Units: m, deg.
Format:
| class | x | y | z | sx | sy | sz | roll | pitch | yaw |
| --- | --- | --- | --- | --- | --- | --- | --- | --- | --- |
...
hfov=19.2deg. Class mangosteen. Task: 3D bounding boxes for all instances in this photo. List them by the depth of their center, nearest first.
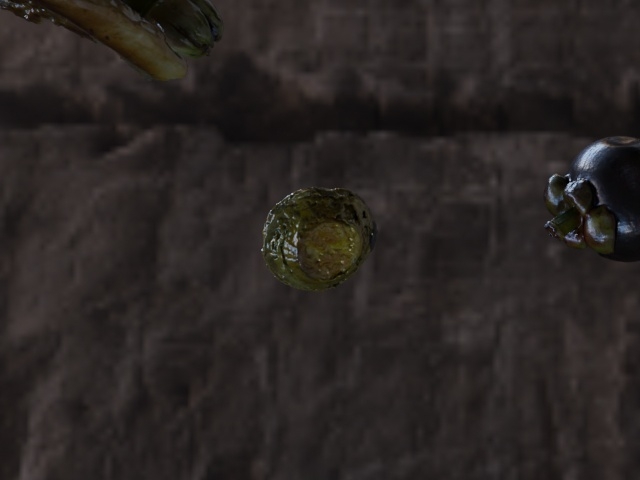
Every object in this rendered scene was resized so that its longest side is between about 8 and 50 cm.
| class | x | y | z | sx | sy | sz | roll | pitch | yaw |
| --- | --- | --- | --- | --- | --- | --- | --- | --- | --- |
| mangosteen | 0.290 | -0.035 | 1.901 | 0.137 | 0.151 | 0.137 | 51 | 151 | 41 |

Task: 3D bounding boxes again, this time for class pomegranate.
| class | x | y | z | sx | sy | sz | roll | pitch | yaw |
| --- | --- | --- | --- | --- | --- | --- | --- | --- | --- |
| pomegranate | -0.198 | -0.320 | 2.114 | 0.159 | 0.241 | 0.190 | -32 | -42 | -62 |

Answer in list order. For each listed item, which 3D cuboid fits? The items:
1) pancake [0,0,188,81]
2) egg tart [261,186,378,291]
| class | x | y | z | sx | sy | sz | roll | pitch | yaw |
| --- | --- | --- | --- | --- | --- | --- | --- | --- | --- |
| pancake | -0.292 | -0.243 | 2.019 | 0.266 | 0.244 | 0.057 | 39 | -112 | -39 |
| egg tart | 0.000 | 0.000 | 2.029 | 0.052 | 0.130 | 0.130 | -124 | 28 | -62 |
